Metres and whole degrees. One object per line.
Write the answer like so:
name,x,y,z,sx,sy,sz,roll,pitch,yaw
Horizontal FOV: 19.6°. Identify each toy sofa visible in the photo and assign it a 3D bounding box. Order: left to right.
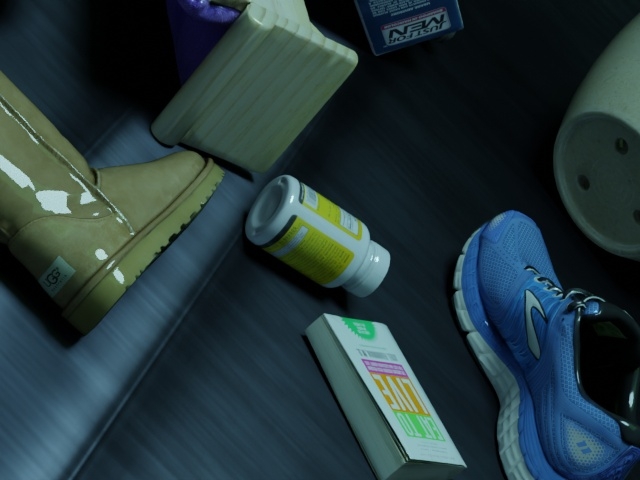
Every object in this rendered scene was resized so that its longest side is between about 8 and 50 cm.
toy sofa,-0.105,-0.247,1.630,0.177,0.150,0.363,21,37,-32

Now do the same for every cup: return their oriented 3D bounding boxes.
cup,0.392,-0.102,2.013,0.237,0.331,0.331,-25,72,-34

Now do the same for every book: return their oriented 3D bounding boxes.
book,0.053,0.128,1.494,0.096,0.035,0.144,11,43,-54

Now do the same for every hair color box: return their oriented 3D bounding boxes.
hair color box,0.049,-0.356,1.835,0.347,0.105,0.174,65,10,-60

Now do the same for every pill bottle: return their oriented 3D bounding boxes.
pill bottle,0.000,0.000,1.544,0.116,0.065,0.065,33,31,-25

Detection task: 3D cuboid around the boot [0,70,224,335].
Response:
boot,-0.211,-0.083,1.337,0.269,0.089,0.236,43,27,-4

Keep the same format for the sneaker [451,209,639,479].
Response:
sneaker,0.222,0.091,1.649,0.129,0.147,0.330,25,34,-35

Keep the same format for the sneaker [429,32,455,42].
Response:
sneaker,0.076,-0.285,2.043,0.089,0.051,0.170,5,44,-52
